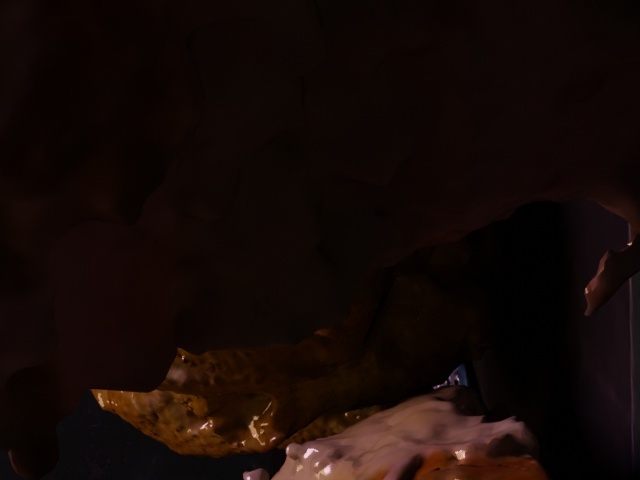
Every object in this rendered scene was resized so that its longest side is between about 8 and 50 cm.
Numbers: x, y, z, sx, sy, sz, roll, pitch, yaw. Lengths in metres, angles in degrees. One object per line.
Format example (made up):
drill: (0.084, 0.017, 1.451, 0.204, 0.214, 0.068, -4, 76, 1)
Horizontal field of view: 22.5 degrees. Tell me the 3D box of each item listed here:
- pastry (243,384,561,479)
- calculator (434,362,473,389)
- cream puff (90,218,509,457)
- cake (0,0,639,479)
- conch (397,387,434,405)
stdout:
pastry: (0.039, 0.194, 0.635, 0.237, 0.170, 0.255, -174, 75, -87)
calculator: (0.075, 0.079, 0.928, 0.172, 0.018, 0.057, -99, 9, -48)
cream puff: (-0.012, -0.007, 0.748, 0.244, 0.196, 0.244, -61, 8, 14)
cake: (-0.060, -0.150, 0.437, 0.314, 0.307, 0.293, 96, 151, -48)
conch: (0.044, 0.125, 1.009, 0.086, 0.080, 0.232, -80, -33, -61)
